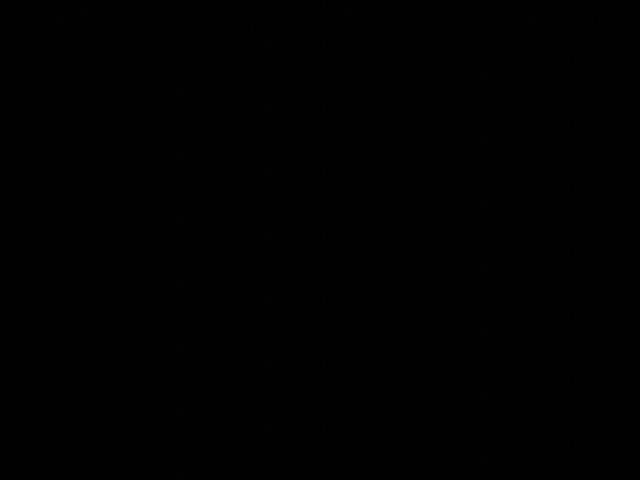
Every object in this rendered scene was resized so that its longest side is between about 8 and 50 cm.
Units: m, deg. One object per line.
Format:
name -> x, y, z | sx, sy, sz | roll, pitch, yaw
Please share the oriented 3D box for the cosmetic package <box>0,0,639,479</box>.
cosmetic package -> 0.000, 0.000, 0.214 | 0.161, 0.230, 0.453 | -33, -15, -2
